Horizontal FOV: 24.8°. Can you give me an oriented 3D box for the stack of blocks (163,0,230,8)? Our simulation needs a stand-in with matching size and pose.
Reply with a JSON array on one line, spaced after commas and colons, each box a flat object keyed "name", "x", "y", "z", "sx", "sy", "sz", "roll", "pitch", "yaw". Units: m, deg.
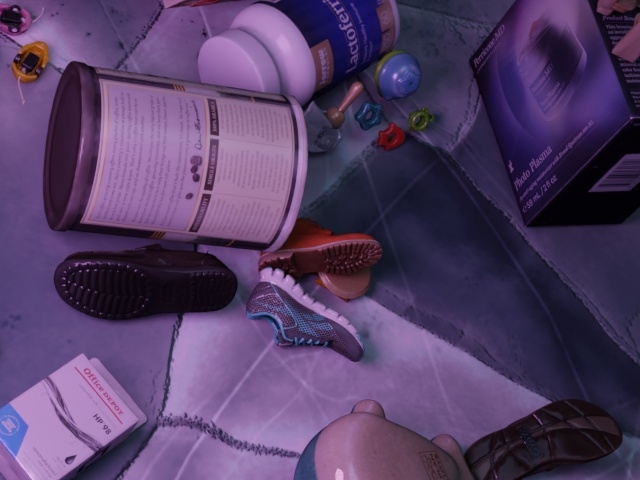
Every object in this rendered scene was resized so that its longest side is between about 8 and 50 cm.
[{"name": "stack of blocks", "x": -0.159, "y": -0.467, "z": 1.927, "sx": 0.171, "sy": 0.087, "sz": 0.297, "roll": -17, "pitch": 91, "yaw": -48}]

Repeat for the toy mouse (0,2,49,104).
[{"name": "toy mouse", "x": -0.413, "y": -0.254, "z": 1.852, "sx": 0.143, "sy": 0.031, "sz": 0.161, "roll": 26, "pitch": 54, "yaw": -9}]

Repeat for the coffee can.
[{"name": "coffee can", "x": -0.178, "y": -0.097, "z": 1.763, "sx": 0.275, "sy": 0.201, "sz": 0.201, "roll": 7, "pitch": 59, "yaw": -22}]

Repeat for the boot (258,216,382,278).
[{"name": "boot", "x": 0.000, "y": 0.000, "z": 1.851, "sx": 0.158, "sy": 0.059, "sz": 0.084, "roll": -5, "pitch": 48, "yaw": 8}]

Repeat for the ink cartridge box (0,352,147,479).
[{"name": "ink cartridge box", "x": -0.280, "y": 0.201, "z": 1.629, "sx": 0.104, "sy": 0.060, "sz": 0.180, "roll": 48, "pitch": 54, "yaw": 8}]

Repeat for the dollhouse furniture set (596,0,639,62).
[{"name": "dollhouse furniture set", "x": 0.440, "y": -0.314, "z": 1.859, "sx": 0.144, "sy": 0.123, "sz": 0.151, "roll": 22, "pitch": 55, "yaw": -11}]

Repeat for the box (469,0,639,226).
[{"name": "box", "x": 0.378, "y": -0.214, "z": 2.035, "sx": 0.183, "sy": 0.296, "sz": 0.294, "roll": -2, "pitch": 62, "yaw": -25}]

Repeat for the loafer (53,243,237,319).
[{"name": "loafer", "x": -0.213, "y": 0.046, "z": 1.754, "sx": 0.220, "sy": 0.080, "sz": 0.078, "roll": 5, "pitch": 27, "yaw": -21}]

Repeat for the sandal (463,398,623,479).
[{"name": "sandal", "x": 0.279, "y": 0.267, "z": 1.858, "sx": 0.219, "sy": 0.060, "sz": 0.090, "roll": -20, "pitch": 65, "yaw": -18}]

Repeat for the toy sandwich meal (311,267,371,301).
[{"name": "toy sandwich meal", "x": 0.025, "y": 0.042, "z": 1.887, "sx": 0.086, "sy": 0.029, "sz": 0.085, "roll": 12, "pitch": 60, "yaw": -21}]

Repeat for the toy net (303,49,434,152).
[{"name": "toy net", "x": 0.047, "y": -0.169, "z": 1.997, "sx": 0.232, "sy": 0.122, "sz": 0.045, "roll": -25, "pitch": 37, "yaw": -20}]

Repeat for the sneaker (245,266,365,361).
[{"name": "sneaker", "x": -0.023, "y": 0.109, "z": 1.814, "sx": 0.166, "sy": 0.065, "sz": 0.076, "roll": 35, "pitch": 69, "yaw": 2}]

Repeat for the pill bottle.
[{"name": "pill bottle", "x": -0.029, "y": -0.265, "z": 1.963, "sx": 0.265, "sy": 0.153, "sz": 0.153, "roll": -35, "pitch": 80, "yaw": -35}]

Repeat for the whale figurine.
[{"name": "whale figurine", "x": 0.076, "y": 0.296, "z": 1.717, "sx": 0.272, "sy": 0.141, "sz": 0.216, "roll": 1, "pitch": 58, "yaw": -53}]
